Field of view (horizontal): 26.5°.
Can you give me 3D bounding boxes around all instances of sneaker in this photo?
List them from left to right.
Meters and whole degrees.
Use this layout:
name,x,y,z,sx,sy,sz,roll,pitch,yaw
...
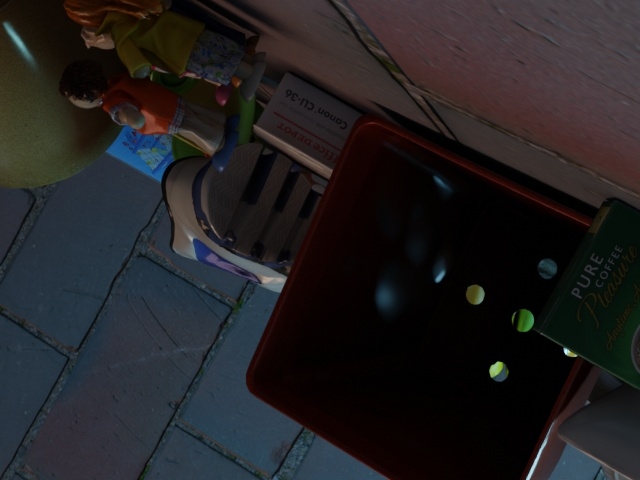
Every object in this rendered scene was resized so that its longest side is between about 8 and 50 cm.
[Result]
name,x,y,z,sx,sy,sz,roll,pitch,yaw
sneaker,-0.044,-0.005,1.382,0.315,0.127,0.182,38,166,-36

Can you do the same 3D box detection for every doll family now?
name,x,y,z,sx,sy,sz,roll,pitch,yaw
doll family,-0.129,-0.168,1.077,0.163,0.118,0.263,23,-162,-13

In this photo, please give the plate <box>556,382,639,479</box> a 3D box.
name,x,y,z,sx,sy,sz,roll,pitch,yaw
plate,0.371,0.150,1.064,0.277,0.045,0.278,28,-146,32

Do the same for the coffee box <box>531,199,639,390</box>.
name,x,y,z,sx,sy,sz,roll,pitch,yaw
coffee box,0.258,0.061,0.975,0.184,0.113,0.040,28,-178,-2

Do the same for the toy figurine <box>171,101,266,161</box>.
name,x,y,z,sx,sy,sz,roll,pitch,yaw
toy figurine,-0.127,-0.132,1.600,0.173,0.130,0.159,63,-179,23

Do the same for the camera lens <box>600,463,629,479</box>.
name,x,y,z,sx,sy,sz,roll,pitch,yaw
camera lens,0.518,0.285,1.709,0.219,0.219,0.274,30,179,-39

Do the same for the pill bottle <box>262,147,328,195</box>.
name,x,y,z,sx,sy,sz,roll,pitch,yaw
pill bottle,0.043,-0.042,1.489,0.216,0.121,0.121,28,179,22

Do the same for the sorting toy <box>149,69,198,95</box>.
name,x,y,z,sx,sy,sz,roll,pitch,yaw
sorting toy,-0.137,-0.184,1.250,0.102,0.061,0.042,87,164,-48

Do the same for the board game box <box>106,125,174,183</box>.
name,x,y,z,sx,sy,sz,roll,pitch,yaw
board game box,-0.303,-0.210,1.863,0.302,0.086,0.308,29,-168,-30

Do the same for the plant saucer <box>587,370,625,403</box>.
name,x,y,z,sx,sy,sz,roll,pitch,yaw
plant saucer,0.397,0.170,1.935,0.310,0.050,0.310,38,-163,-14

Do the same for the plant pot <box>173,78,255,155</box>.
name,x,y,z,sx,sy,sz,roll,pitch,yaw
plant pot,-0.121,-0.148,1.434,0.134,0.095,0.134,29,179,0

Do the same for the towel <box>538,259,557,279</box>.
name,x,y,z,sx,sy,sz,roll,pitch,yaw
towel,0.179,-0.003,1.684,0.282,0.049,0.187,29,180,10

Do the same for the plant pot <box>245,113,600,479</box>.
name,x,y,z,sx,sy,sz,roll,pitch,yaw
plant pot,0.140,0.071,1.212,0.267,0.267,0.235,28,-170,26

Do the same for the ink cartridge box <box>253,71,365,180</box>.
name,x,y,z,sx,sy,sz,roll,pitch,yaw
ink cartridge box,0.004,-0.098,1.298,0.115,0.067,0.198,29,180,2

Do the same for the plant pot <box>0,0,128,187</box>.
name,x,y,z,sx,sy,sz,roll,pitch,yaw
plant pot,-0.321,-0.207,1.347,0.237,0.237,0.254,29,165,12

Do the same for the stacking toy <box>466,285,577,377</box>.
name,x,y,z,sx,sy,sz,roll,pitch,yaw
stacking toy,0.229,0.103,1.562,0.301,0.166,0.175,12,145,5
